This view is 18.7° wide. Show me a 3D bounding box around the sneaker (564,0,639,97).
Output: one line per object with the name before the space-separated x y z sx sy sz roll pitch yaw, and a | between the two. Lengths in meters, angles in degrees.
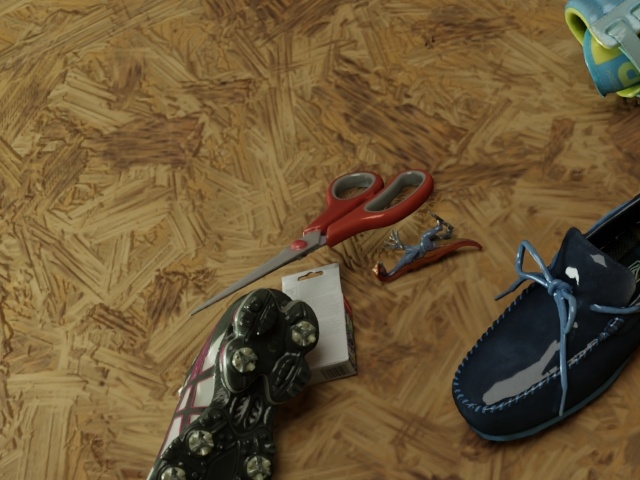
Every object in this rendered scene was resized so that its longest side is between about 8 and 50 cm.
sneaker | 0.370 -0.197 1.826 0.319 0.127 0.208 23 65 44

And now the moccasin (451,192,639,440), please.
moccasin | 0.241 0.029 1.715 0.342 0.117 0.138 -43 51 -11

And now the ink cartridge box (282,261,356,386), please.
ink cartridge box | -0.002 0.080 1.838 0.063 0.029 0.115 -15 51 14

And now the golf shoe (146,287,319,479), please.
golf shoe | -0.091 0.172 1.778 0.273 0.105 0.120 -63 19 -10

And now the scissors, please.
scissors | 0.000 0.000 1.819 0.109 0.021 0.297 8 31 32

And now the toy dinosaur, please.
toy dinosaur | 0.091 0.013 1.843 0.090 0.047 0.082 34 92 26
